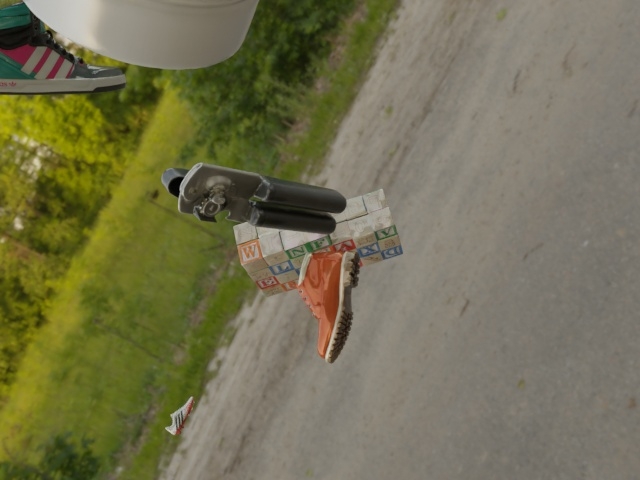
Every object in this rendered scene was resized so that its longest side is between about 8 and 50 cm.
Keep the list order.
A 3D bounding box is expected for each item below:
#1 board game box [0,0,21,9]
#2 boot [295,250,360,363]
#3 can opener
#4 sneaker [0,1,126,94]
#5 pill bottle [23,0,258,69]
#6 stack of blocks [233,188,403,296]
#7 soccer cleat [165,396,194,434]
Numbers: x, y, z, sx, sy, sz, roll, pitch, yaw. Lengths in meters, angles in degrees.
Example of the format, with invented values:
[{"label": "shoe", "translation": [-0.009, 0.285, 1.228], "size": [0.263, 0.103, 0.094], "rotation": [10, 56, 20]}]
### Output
[{"label": "board game box", "translation": [-0.409, -0.265, 0.716], "size": [0.303, 0.224, 0.098], "rotation": [-130, 38, -66]}, {"label": "boot", "translation": [0.003, 0.090, 1.080], "size": [0.059, 0.084, 0.158], "rotation": [42, -125, -71]}, {"label": "can opener", "translation": [-0.091, -0.067, 1.100], "size": [0.095, 0.283, 0.076], "rotation": [41, 114, 40]}, {"label": "sneaker", "translation": [-0.476, -0.341, 1.328], "size": [0.123, 0.295, 0.178], "rotation": [11, 105, 45]}, {"label": "pill bottle", "translation": [-0.083, -0.328, 0.508], "size": [0.224, 0.224, 0.392], "rotation": [-84, 17, -49]}, {"label": "stack of blocks", "translation": [0.000, 0.000, 1.514], "size": [0.297, 0.171, 0.087], "rotation": [-18, 61, 5]}, {"label": "soccer cleat", "translation": [-0.282, 0.350, 1.554], "size": [0.083, 0.035, 0.029], "rotation": [-66, 4, -21]}]
